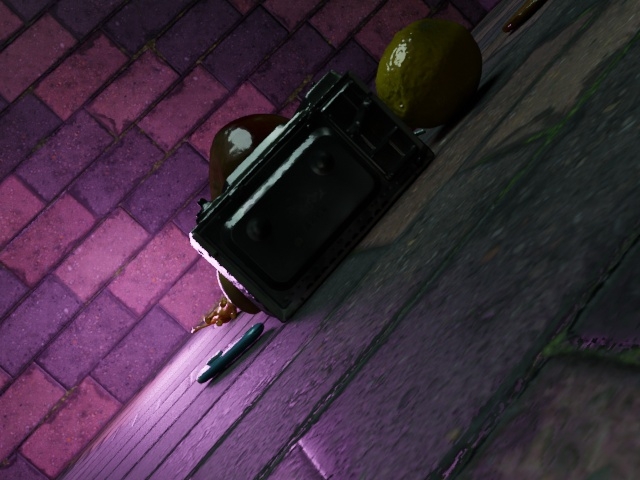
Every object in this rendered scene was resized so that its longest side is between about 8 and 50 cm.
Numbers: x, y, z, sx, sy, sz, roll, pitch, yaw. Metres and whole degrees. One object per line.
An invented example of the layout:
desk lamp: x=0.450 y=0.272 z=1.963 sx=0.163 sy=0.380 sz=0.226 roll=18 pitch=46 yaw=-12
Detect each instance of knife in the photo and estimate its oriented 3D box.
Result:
knife: x=-0.176 y=0.215 z=1.219 sx=0.222 sy=0.031 sz=0.064 roll=-42 pitch=3 yaw=36

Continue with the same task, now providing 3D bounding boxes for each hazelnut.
hazelnut: x=-0.143 y=-0.147 z=1.790 sx=0.359 sy=0.409 sz=0.359 roll=-5 pitch=11 yaw=1

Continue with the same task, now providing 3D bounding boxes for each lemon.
lemon: x=0.216 y=-0.332 z=1.275 sx=0.260 sy=0.204 sz=0.204 roll=-54 pitch=8 yaw=-31

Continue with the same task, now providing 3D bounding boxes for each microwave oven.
microwave oven: x=-0.043 y=-0.079 z=1.203 sx=0.394 sy=0.247 sz=0.333 roll=-48 pitch=4 yaw=-10

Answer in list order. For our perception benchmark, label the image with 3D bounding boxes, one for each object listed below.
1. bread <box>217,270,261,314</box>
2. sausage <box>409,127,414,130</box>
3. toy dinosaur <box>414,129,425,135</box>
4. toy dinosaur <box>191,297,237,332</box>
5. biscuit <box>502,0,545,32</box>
bread: x=-0.120 y=0.056 z=1.399 sx=0.098 sy=0.147 sz=0.217 roll=-5 pitch=37 yaw=49
sausage: x=0.235 y=-0.351 z=1.889 sx=0.312 sy=0.093 sz=0.093 roll=-42 pitch=7 yaw=45
toy dinosaur: x=0.112 y=-0.164 z=1.539 sx=0.383 sy=0.076 sz=0.129 roll=-52 pitch=11 yaw=33
toy dinosaur: x=-0.292 y=0.217 z=1.969 sx=0.288 sy=0.070 sz=0.117 roll=-37 pitch=-1 yaw=41
biscuit: x=0.556 y=-0.619 z=1.688 sx=0.188 sy=0.027 sz=0.188 roll=-45 pitch=5 yaw=5
